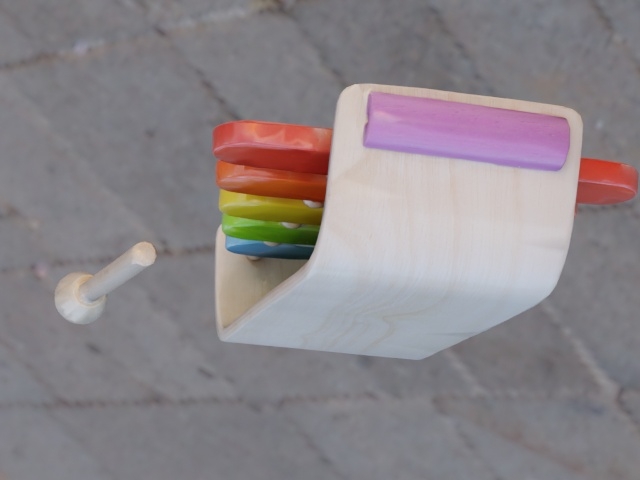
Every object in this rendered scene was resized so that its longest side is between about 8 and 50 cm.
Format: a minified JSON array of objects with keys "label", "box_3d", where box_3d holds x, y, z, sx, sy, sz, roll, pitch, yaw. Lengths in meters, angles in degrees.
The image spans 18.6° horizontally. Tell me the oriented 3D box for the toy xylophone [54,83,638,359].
[{"label":"toy xylophone","box_3d":[0.000,0.000,0.986,0.236,0.081,0.322,8,167,-21]}]
